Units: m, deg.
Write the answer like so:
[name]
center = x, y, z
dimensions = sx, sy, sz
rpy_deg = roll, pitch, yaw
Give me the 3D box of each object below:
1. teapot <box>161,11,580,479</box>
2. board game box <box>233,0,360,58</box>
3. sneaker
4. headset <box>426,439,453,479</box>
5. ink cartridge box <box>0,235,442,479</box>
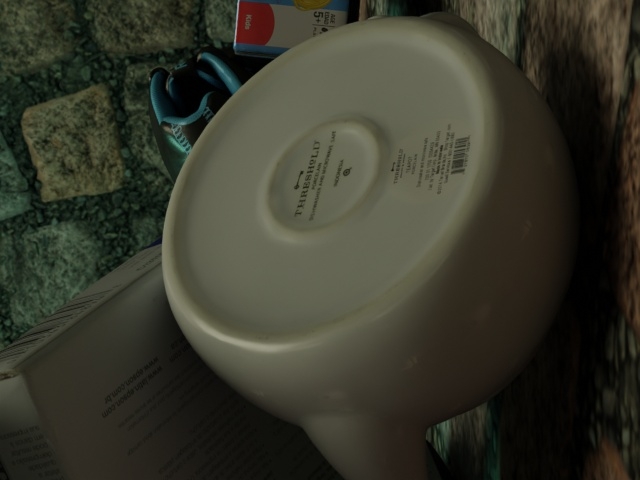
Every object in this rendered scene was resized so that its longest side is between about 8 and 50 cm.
[teapot]
center = 0.048, 0.007, 1.023
dimensions = 0.187, 0.256, 0.252
rpy_deg = 44, -178, -44
[board game box]
center = -0.002, -0.310, 1.483
dimensions = 0.302, 0.086, 0.308
rpy_deg = -74, -10, -80
[sneaker]
center = -0.066, -0.105, 1.424
dimensions = 0.139, 0.125, 0.341
rpy_deg = 55, -174, -23
[headset]
center = 0.006, 0.185, 1.296
dimensions = 0.185, 0.243, 0.394
rpy_deg = -15, 62, 63
[ink cartridge box]
center = -0.041, 0.158, 1.094
dimensions = 0.324, 0.071, 0.330
rpy_deg = -39, -70, -55
